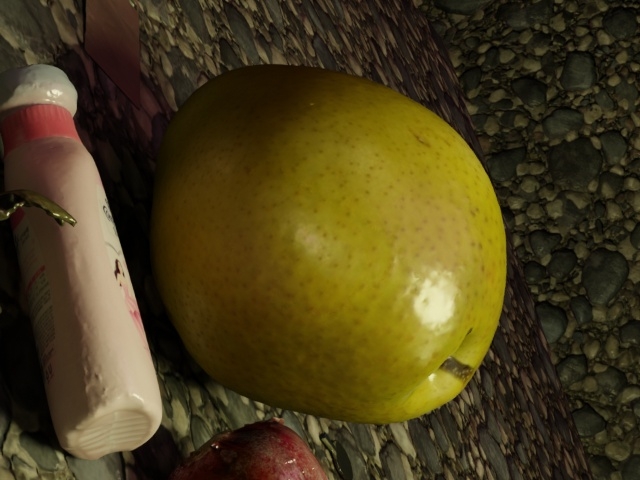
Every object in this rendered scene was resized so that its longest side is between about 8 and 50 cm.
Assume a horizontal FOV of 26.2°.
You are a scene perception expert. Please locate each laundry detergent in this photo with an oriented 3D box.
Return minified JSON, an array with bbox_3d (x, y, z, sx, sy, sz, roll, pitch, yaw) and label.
[{"bbox_3d":[-0.212,0.009,1.155,0.159,0.088,0.335,113,-37,-61],"label":"laundry detergent"}]

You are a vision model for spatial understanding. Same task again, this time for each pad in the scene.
[{"bbox_3d":[-0.241,-0.249,1.593,0.113,0.006,0.187,51,24,-46],"label":"pad"}]

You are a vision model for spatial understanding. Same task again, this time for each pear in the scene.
[{"bbox_3d":[0.000,0.000,1.411,0.418,0.362,0.362,46,3,33],"label":"pear"}]

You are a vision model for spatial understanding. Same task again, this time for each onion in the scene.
[{"bbox_3d":[-0.052,0.262,1.233,0.195,0.159,0.159,61,16,1],"label":"onion"}]

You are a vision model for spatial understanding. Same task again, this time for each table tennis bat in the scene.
[{"bbox_3d":[0.021,0.268,1.713,0.083,0.007,0.050,56,20,-36],"label":"table tennis bat"}]

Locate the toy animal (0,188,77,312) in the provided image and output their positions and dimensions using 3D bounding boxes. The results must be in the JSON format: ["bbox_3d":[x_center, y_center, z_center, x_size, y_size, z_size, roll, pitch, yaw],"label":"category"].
[{"bbox_3d":[-0.282,-0.007,0.977,0.186,0.094,0.214,50,33,-20],"label":"toy animal"}]
